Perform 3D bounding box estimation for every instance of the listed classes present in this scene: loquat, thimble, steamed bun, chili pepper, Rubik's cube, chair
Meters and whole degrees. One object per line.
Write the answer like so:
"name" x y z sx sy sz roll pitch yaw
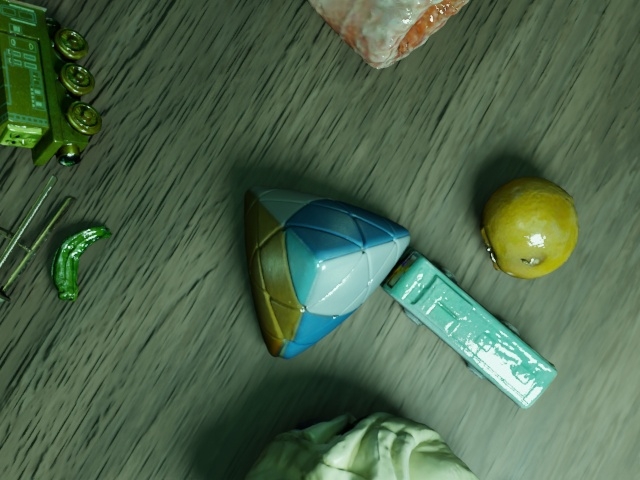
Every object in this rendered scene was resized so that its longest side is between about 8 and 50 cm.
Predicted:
"loquat" 0.291 -0.017 1.045 0.141 0.141 0.141 0 86 -4
"thimble" 0.106 -0.357 1.011 0.239 0.239 0.162 -40 88 -6
"steamed bun" 0.047 0.317 0.954 0.319 0.275 0.206 20 53 -29
"chili pepper" -0.343 0.026 1.052 0.055 0.035 0.118 29 74 -14
"Rubik's cube" 0.000 0.000 1.035 0.254 0.254 0.255 0 86 -4
"chair" -0.467 0.042 0.984 0.159 0.170 0.326 30 78 -3

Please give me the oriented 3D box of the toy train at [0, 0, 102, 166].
"toy train" -0.376 -0.205 0.996 0.137 0.090 0.226 5 61 -45

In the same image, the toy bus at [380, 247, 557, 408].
"toy bus" 0.203 0.119 1.044 0.261 0.109 0.091 39 90 1
